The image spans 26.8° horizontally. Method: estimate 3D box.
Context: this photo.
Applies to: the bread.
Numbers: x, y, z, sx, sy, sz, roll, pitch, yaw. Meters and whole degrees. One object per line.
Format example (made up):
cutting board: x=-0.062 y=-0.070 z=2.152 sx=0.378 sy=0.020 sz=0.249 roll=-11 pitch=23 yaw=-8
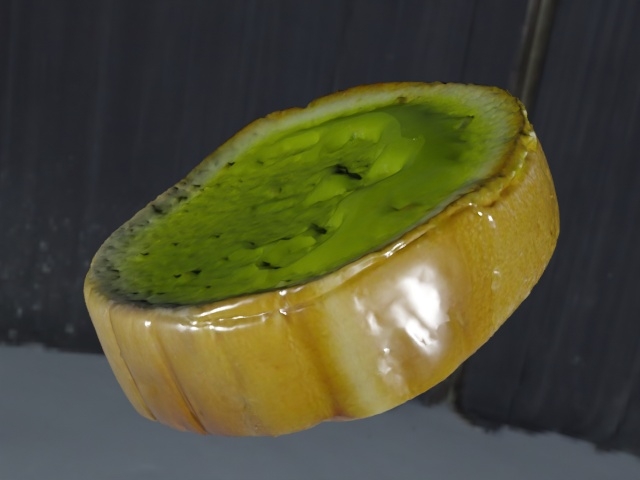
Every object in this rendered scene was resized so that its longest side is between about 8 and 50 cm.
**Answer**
bread: x=0.000 y=0.000 z=0.629 sx=0.236 sy=0.070 sz=0.236 roll=-19 pitch=22 yaw=8
